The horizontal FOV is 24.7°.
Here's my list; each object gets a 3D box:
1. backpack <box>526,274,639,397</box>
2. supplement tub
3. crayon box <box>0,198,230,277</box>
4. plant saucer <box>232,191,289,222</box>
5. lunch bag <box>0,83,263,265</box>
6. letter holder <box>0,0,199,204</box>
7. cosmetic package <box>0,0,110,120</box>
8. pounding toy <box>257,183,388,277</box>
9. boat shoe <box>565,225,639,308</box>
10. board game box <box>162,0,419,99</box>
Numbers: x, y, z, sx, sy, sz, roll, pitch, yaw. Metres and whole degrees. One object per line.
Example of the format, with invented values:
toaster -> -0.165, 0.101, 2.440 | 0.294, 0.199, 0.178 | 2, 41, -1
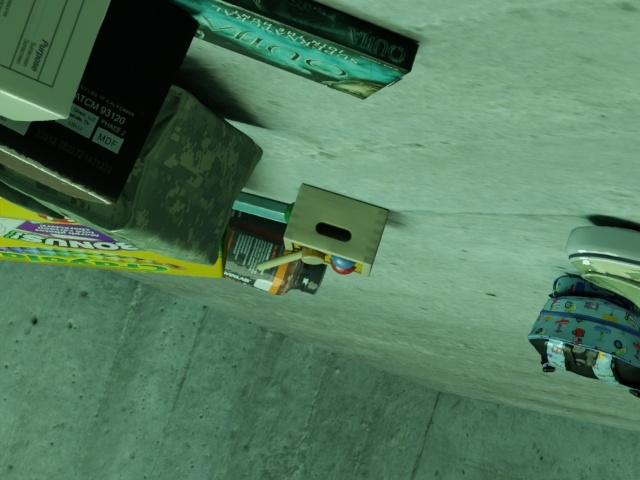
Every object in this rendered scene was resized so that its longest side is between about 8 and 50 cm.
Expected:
backpack -> 0.331, 0.109, 1.762 | 0.158, 0.117, 0.173 | 15, 172, 21
supplement tub -> -0.090, 0.014, 2.057 | 0.198, 0.106, 0.106 | 19, 172, -6
crayon box -> -0.292, -0.048, 1.738 | 0.363, 0.106, 0.313 | 5, 164, -1
plant saucer -> -0.116, -0.055, 1.969 | 0.192, 0.018, 0.067 | 16, 172, 17
lunch bag -> -0.240, -0.100, 1.444 | 0.287, 0.169, 0.235 | 23, 177, 18
letter holder -> -0.283, -0.161, 1.085 | 0.302, 0.152, 0.214 | 28, 171, -26
cosmetic package -> -0.282, -0.201, 0.885 | 0.309, 0.160, 0.113 | 24, 171, -30
pounding toy -> 0.000, 0.000, 1.796 | 0.141, 0.100, 0.130 | 17, 171, 3
boat shoe -> 0.381, 0.067, 1.458 | 0.302, 0.094, 0.109 | 19, 172, -11
board game box -> -0.032, -0.157, 1.096 | 0.186, 0.026, 0.126 | 20, 171, -12
